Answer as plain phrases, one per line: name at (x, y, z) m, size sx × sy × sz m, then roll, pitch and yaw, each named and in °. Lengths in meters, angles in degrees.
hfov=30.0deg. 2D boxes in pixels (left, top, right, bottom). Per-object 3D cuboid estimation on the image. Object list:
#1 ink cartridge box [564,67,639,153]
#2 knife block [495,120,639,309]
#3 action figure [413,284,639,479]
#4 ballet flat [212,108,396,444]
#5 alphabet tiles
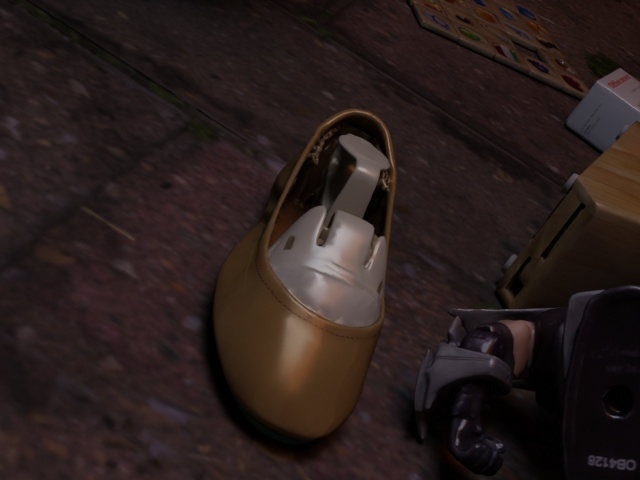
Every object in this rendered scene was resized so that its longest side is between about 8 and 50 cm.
ink cartridge box at (0.286, -0.092, 1.045) m, size 0.122 × 0.052 × 0.088 m, roll 38°, pitch 28°, yaw 12°
knife block at (0.263, 0.035, 0.772) m, size 0.242 × 0.088 × 0.276 m, roll 38°, pitch 27°, yaw 11°
action figure at (0.132, 0.061, 0.509) m, size 0.185 × 0.099 × 0.285 m, roll -6°, pitch -9°, yaw 4°
ballet flat at (0.000, 0.000, 0.571) m, size 0.080 × 0.073 × 0.232 m, roll 26°, pitch 28°, yaw -11°
alphabet tiles at (0.156, -0.229, 1.181) m, size 0.198 × 0.009 × 0.237 m, roll 20°, pitch 30°, yaw -23°
